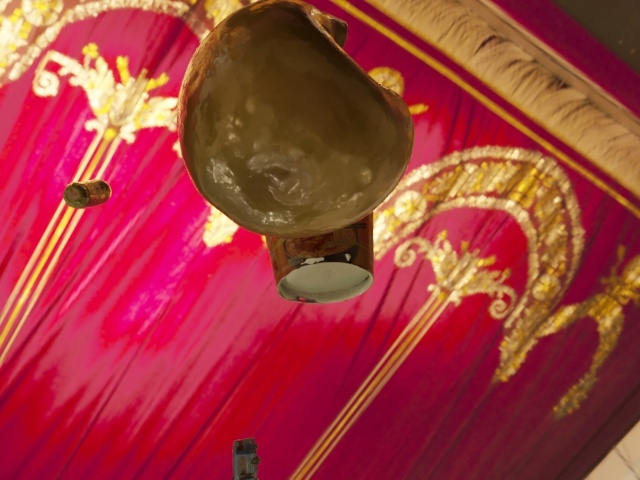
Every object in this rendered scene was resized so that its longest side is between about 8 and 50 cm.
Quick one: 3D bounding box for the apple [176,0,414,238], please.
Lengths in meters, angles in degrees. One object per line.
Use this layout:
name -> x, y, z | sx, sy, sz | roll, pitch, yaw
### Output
apple -> -0.053, -0.148, 0.891 | 0.233, 0.258, 0.295 | 13, -138, -55

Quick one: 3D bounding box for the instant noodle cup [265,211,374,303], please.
instant noodle cup -> 0.000, 0.000, 1.297 | 0.230, 0.230, 0.182 | 20, -127, -41

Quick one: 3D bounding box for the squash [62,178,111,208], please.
squash -> -0.529, -0.106, 1.642 | 0.066, 0.066, 0.229 | 33, -176, -4

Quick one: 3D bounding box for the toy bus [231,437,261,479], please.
toy bus -> -0.121, 0.362, 1.164 | 0.046, 0.083, 0.038 | -3, -154, -12
